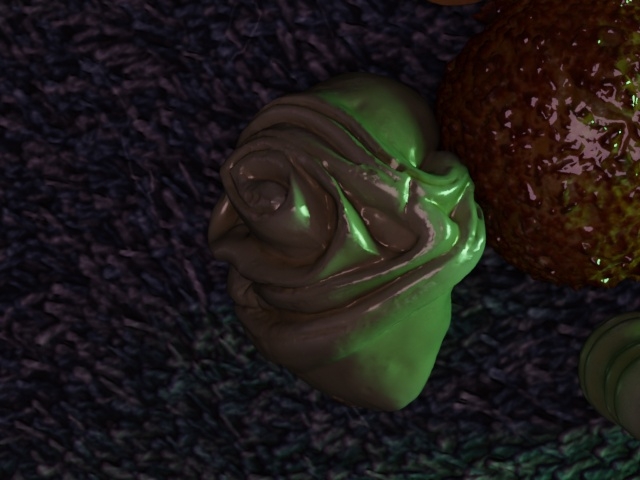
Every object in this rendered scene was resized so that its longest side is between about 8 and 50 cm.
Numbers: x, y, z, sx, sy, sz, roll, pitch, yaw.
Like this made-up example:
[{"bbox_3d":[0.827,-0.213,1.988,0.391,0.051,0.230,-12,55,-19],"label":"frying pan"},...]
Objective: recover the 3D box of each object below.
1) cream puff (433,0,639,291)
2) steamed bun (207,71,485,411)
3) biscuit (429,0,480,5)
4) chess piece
[{"bbox_3d":[0.262,-0.107,1.503,0.350,0.228,0.350,9,108,32],"label":"cream puff"},{"bbox_3d":[-0.004,-0.006,1.510,0.219,0.310,0.324,4,127,-31],"label":"steamed bun"},{"bbox_3d":[0.186,-0.408,1.517,0.275,0.052,0.355,17,109,-37],"label":"biscuit"},{"bbox_3d":[0.347,0.153,1.541,0.133,0.243,0.133,0,95,4],"label":"chess piece"}]
